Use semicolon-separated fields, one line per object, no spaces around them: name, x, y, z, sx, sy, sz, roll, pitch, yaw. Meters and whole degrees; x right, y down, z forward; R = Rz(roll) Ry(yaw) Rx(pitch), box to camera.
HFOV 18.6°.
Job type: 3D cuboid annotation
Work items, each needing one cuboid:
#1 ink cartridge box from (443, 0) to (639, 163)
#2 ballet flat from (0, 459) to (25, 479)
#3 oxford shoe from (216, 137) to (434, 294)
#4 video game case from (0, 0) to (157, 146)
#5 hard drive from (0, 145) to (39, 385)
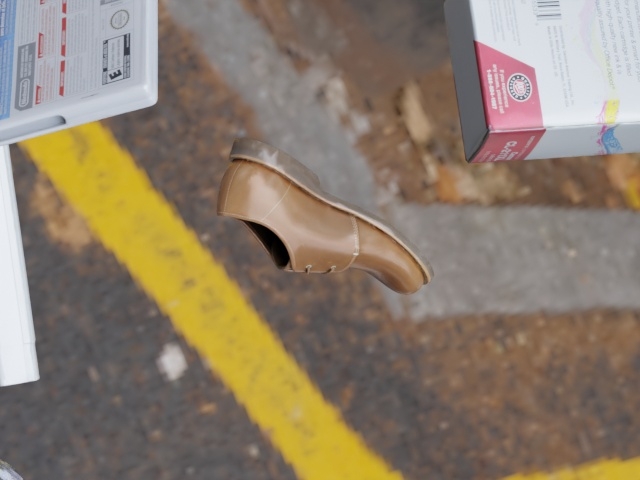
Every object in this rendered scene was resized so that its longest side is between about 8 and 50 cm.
ink cartridge box;0.185;-0.127;1.361;0.175;0.072;0.127;-3;72;-10
ballet flat;-0.114;0.130;0.774;0.114;0.041;0.041;63;32;-21
oxford shoe;0.000;0.000;1.550;0.212;0.076;0.076;30;74;-30
video game case;-0.116;-0.066;0.691;0.011;0.122;0.087;64;16;-47
hard drive;-0.282;-0.041;1.566;0.040;0.203;0.307;-8;91;-20
